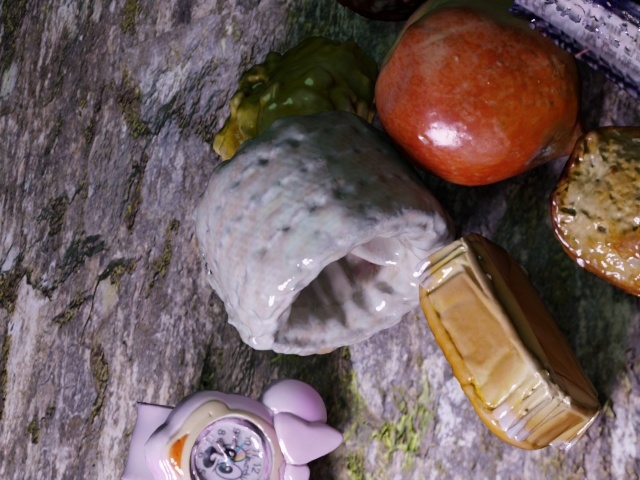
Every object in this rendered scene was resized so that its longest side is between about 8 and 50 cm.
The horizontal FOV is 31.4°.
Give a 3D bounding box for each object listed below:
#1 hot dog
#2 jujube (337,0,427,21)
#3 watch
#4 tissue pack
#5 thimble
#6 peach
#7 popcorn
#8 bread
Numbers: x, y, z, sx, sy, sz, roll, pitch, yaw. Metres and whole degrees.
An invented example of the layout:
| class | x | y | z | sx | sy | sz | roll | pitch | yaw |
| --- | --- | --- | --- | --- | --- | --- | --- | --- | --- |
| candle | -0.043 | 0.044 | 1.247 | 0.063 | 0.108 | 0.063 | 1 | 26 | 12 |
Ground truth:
| class | x | y | z | sx | sy | sz | roll | pitch | yaw |
| --- | --- | --- | --- | --- | --- | --- | --- | --- | --- |
| hot dog | 0.371 | -0.021 | 1.173 | 0.259 | 0.114 | 0.175 | 25 | 87 | 42 |
| jujube | 0.121 | -0.382 | 1.497 | 0.243 | 0.183 | 0.183 | -6 | 70 | 32 |
| watch | -0.122 | 0.271 | 1.463 | 0.217 | 0.248 | 0.211 | 167 | 116 | -67 |
| tissue pack | 0.383 | -0.218 | 1.151 | 0.332 | 0.245 | 0.123 | 48 | 139 | 42 |
| thimble | 0.000 | 0.000 | 1.361 | 0.291 | 0.291 | 0.195 | -45 | 56 | 20 |
| peach | 0.197 | -0.170 | 1.320 | 0.232 | 0.256 | 0.232 | -56 | 9 | 14 |
| popcorn | -0.028 | -0.145 | 1.512 | 0.233 | 0.192 | 0.266 | -3 | 53 | 57 |
| bread | 0.202 | 0.113 | 1.253 | 0.107 | 0.136 | 0.241 | -41 | 52 | 23 |
